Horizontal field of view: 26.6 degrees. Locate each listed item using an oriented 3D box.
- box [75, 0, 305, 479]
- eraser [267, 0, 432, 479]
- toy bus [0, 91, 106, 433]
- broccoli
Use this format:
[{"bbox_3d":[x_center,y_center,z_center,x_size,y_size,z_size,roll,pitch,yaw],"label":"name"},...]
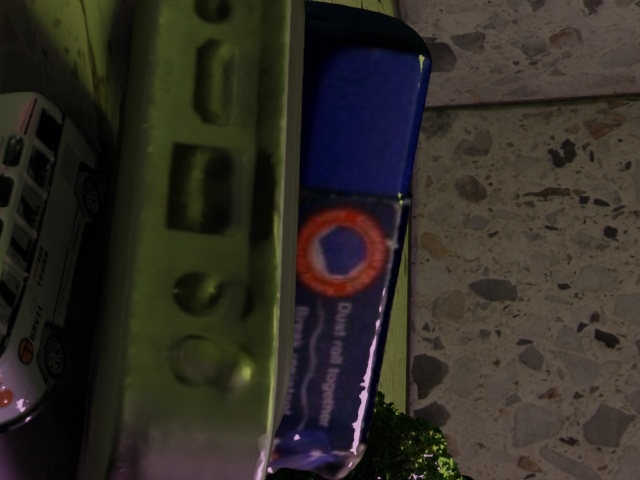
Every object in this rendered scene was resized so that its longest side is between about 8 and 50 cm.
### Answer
[{"bbox_3d":[-0.087,0.011,0.861,0.396,0.111,0.396,115,-22,-63],"label":"box"},{"bbox_3d":[0.000,0.000,0.990,0.155,0.101,0.332,-110,-152,-68],"label":"eraser"},{"bbox_3d":[-0.180,0.007,0.730,0.089,0.087,0.194,65,23,-48],"label":"toy bus"},{"bbox_3d":[0.029,0.271,1.298,0.297,0.297,0.298,18,65,-46],"label":"broccoli"}]
